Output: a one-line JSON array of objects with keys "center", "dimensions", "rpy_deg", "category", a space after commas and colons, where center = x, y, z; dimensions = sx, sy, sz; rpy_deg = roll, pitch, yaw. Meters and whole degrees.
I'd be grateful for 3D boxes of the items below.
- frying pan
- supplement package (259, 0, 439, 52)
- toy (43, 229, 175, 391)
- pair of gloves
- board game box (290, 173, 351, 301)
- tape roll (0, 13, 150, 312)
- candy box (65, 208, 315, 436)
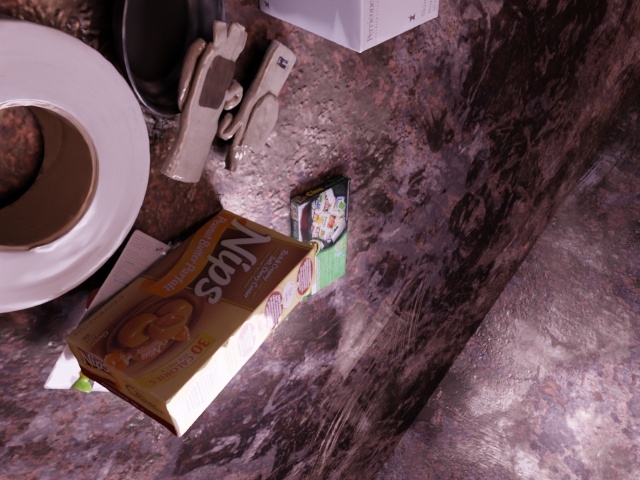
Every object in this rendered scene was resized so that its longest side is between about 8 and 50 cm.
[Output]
[{"center": [-0.187, -0.227, 0.530], "dimensions": [0.326, 0.053, 0.197], "rpy_deg": [-36, 142, -67], "category": "frying pan"}, {"center": [0.026, -0.392, 0.599], "dimensions": [0.145, 0.204, 0.262], "rpy_deg": [-34, 141, -25], "category": "supplement package"}, {"center": [-0.302, 0.102, 0.763], "dimensions": [0.237, 0.056, 0.137], "rpy_deg": [-64, 156, -9], "category": "toy"}, {"center": [-0.122, -0.182, 0.702], "dimensions": [0.240, 0.042, 0.204], "rpy_deg": [-27, 140, -67], "category": "pair of gloves"}, {"center": [0.000, 0.000, 1.066], "dimensions": [0.136, 0.030, 0.260], "rpy_deg": [-31, 140, -33], "category": "board game box"}, {"center": [-0.316, -0.073, 0.517], "dimensions": [0.286, 0.100, 0.286], "rpy_deg": [-40, 142, -41], "category": "tape roll"}, {"center": [-0.166, 0.095, 0.747], "dimensions": [0.316, 0.182, 0.088], "rpy_deg": [-46, 148, -40], "category": "candy box"}]
